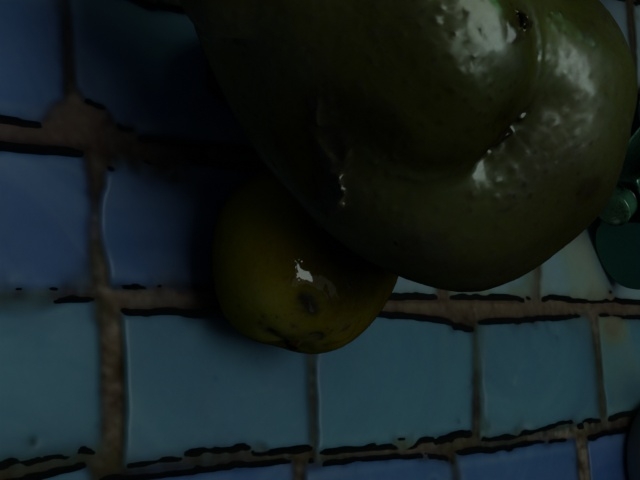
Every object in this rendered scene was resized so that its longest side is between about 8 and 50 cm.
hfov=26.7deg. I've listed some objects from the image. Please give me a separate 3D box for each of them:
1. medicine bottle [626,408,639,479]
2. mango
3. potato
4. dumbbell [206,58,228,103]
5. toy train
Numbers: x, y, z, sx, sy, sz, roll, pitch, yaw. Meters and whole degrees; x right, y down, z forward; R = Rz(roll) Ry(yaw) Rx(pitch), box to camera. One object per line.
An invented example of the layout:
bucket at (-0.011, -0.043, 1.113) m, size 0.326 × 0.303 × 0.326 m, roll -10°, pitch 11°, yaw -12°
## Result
medicine bottle at (0.409, 0.204, 1.259) m, size 0.135 × 0.215 × 0.135 m, roll 10°, pitch 76°, yaw -44°
mango at (0.000, 0.000, 0.960) m, size 0.137 × 0.098 × 0.195 m, roll 58°, pitch 43°, yaw -16°
potato at (0.048, -0.118, 0.841) m, size 0.351 × 0.218 × 0.202 m, roll 38°, pitch 22°, yaw -27°
dumbbell at (-0.037, -0.208, 0.967) m, size 0.082 × 0.092 × 0.231 m, roll 31°, pitch 57°, yaw -69°
toy train at (0.343, -0.061, 1.334) m, size 0.248 × 0.101 × 0.159 m, roll -44°, pitch 127°, yaw -40°
